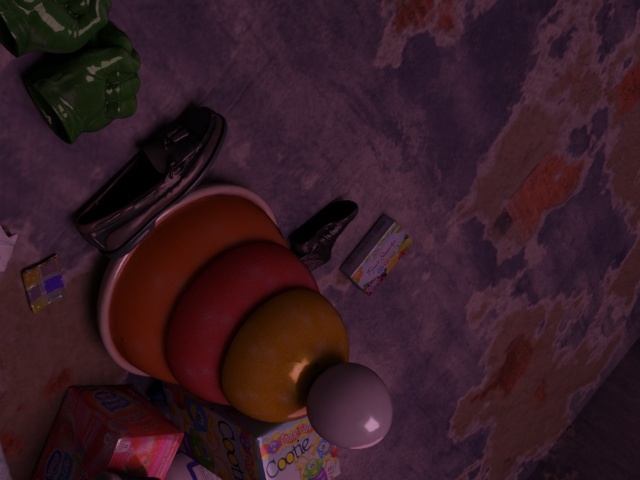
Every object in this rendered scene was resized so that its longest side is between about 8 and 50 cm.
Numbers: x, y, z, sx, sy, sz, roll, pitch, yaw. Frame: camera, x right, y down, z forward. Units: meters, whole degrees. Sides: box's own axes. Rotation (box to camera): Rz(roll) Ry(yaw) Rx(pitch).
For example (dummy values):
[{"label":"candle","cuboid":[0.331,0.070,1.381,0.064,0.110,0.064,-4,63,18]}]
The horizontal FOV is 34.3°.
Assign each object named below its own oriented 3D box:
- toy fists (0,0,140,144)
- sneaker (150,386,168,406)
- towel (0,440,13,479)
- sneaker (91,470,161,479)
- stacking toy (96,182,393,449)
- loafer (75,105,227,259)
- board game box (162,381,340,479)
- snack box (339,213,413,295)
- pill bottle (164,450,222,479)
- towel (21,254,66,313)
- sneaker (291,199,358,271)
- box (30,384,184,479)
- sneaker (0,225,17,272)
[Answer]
[{"label":"toy fists","cuboid":[-0.308,-0.248,1.286,0.142,0.096,0.279,-42,141,-19]},{"label":"sneaker","cuboid":[-0.209,0.240,1.828,0.209,0.069,0.082,-10,95,-35]},{"label":"towel","cuboid":[-0.615,0.347,1.417,0.374,0.090,0.320,-30,138,-31]},{"label":"sneaker","cuboid":[-0.311,0.463,1.599,0.163,0.086,0.226,18,102,-50]},{"label":"stacking toy","cuboid":[-0.074,0.159,1.549,0.351,0.480,0.350,-29,138,-31]},{"label":"loafer","cuboid":[-0.242,-0.092,1.492,0.267,0.096,0.084,-51,138,-3]},{"label":"board game box","cuboid":[-0.115,0.303,1.687,0.144,0.275,0.142,-24,115,-33]},{"label":"snack box","cuboid":[0.111,0.029,2.035,0.141,0.037,0.100,-52,143,-5]},{"label":"pill bottle","cuboid":[-0.234,0.436,1.869,0.272,0.152,0.152,-14,128,-42]},{"label":"towel","cuboid":[-0.399,0.063,1.502,0.060,0.009,0.083,-29,137,-32]},{"label":"sneaker","cuboid":[0.002,0.001,1.881,0.170,0.051,0.089,-35,140,-19]},{"label":"box","cuboid":[-0.369,0.400,1.688,0.142,0.154,0.300,8,111,-51]},{"label":"sneaker","cuboid":[-0.456,-0.009,1.351,0.061,0.054,0.152,-62,151,-6]}]
